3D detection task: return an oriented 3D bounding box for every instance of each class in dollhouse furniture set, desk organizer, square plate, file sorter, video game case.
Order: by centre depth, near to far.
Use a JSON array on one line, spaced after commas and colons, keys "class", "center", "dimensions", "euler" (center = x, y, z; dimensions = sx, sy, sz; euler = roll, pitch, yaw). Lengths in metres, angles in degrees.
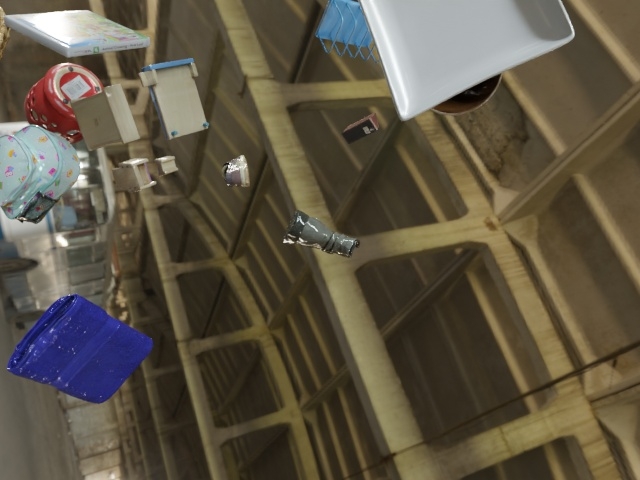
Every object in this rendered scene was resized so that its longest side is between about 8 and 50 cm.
[{"class": "square plate", "center": [0.262, -0.457, 1.097], "dimensions": [0.347, 0.049, 0.344], "euler": [-22, -100, 27]}, {"class": "video game case", "center": [-0.495, -0.429, 1.151], "dimensions": [0.212, 0.193, 0.023], "euler": [30, -53, 24]}, {"class": "dollhouse furniture set", "center": [-0.452, -0.311, 1.515], "dimensions": [0.198, 0.303, 0.286], "euler": [2, -66, 44]}, {"class": "file sorter", "center": [0.095, -0.561, 1.516], "dimensions": [0.118, 0.170, 0.104], "euler": [-58, -139, 45]}, {"class": "desk organizer", "center": [0.135, -0.366, 1.831], "dimensions": [0.130, 0.050, 0.047], "euler": [-18, -64, 45]}]

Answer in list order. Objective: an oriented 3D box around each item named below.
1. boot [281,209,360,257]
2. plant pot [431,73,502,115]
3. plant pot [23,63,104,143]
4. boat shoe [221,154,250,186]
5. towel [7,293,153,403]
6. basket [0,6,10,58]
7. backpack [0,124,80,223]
[{"class": "boot", "center": [0.000, 0.000, 1.291], "dimensions": [0.246, 0.161, 0.083], "euler": [-179, -66, -84]}, {"class": "plant pot", "center": [0.327, -0.449, 1.405], "dimensions": [0.230, 0.215, 0.215], "euler": [-75, 170, -61]}, {"class": "plant pot", "center": [-0.713, -0.388, 1.591], "dimensions": [0.174, 0.191, 0.191], "euler": [-18, -98, 44]}, {"class": "boat shoe", "center": [-0.313, -0.250, 2.039], "dimensions": [0.285, 0.092, 0.103], "euler": [-126, -146, -68]}, {"class": "towel", "center": [-0.593, 0.276, 1.411], "dimensions": [0.076, 0.227, 0.308], "euler": [34, -11, 38]}, {"class": "basket", "center": [-1.071, -0.605, 1.649], "dimensions": [0.299, 0.213, 0.223], "euler": [-59, -163, -14]}, {"class": "backpack", "center": [-0.621, -0.152, 1.198], "dimensions": [0.166, 0.188, 0.144], "euler": [50, -1, 15]}]
